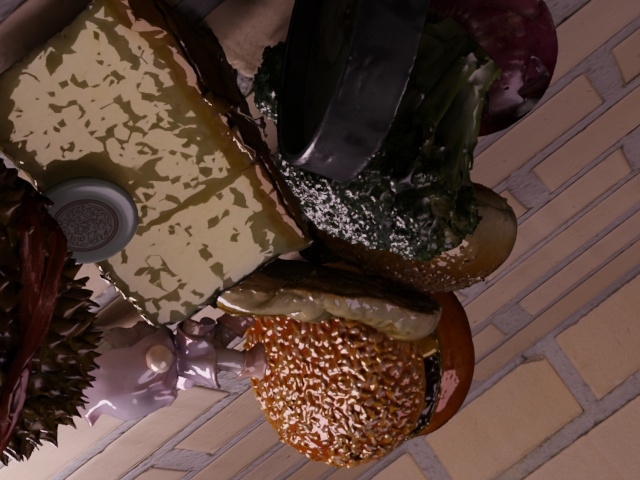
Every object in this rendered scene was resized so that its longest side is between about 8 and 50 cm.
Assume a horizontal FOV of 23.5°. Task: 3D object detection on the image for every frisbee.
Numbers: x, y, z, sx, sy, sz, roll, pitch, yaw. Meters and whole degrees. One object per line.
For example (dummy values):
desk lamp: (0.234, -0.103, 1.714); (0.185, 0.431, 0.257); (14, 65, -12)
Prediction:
frisbee: (-0.236, -0.018, 1.530); (0.110, 0.014, 0.110); (-7, 130, -9)

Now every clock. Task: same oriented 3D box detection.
clock: (0.031, -0.216, 1.496); (0.066, 0.318, 0.319); (12, 141, -15)

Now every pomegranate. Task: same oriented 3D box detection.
pomegranate: (-0.003, 0.003, 2.240); (0.073, 0.073, 0.084); (-26, -178, -23)

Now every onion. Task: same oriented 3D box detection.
onion: (0.197, -0.222, 1.899); (0.207, 0.200, 0.200); (-32, 160, 8)

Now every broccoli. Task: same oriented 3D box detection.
broccoli: (0.080, -0.128, 1.767); (0.283, 0.304, 0.321); (-48, 164, 10)

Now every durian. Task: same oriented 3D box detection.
durian: (-0.378, 0.064, 1.410); (0.348, 0.384, 0.347); (-39, -157, 20)

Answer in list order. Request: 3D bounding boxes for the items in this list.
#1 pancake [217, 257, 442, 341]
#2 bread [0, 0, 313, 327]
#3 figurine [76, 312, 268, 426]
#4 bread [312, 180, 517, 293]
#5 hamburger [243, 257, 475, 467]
pancake: (-0.023, 0.073, 2.036); (0.387, 0.387, 0.082); (4, 93, -59)
bread: (-0.167, -0.072, 1.554); (0.248, 0.279, 0.315); (-31, 172, 10)
figurine: (-0.214, 0.168, 2.123); (0.276, 0.133, 0.200); (-13, -171, -13)
bread: (0.115, -0.022, 2.047); (0.305, 0.306, 0.158); (5, 106, -60)
hamburger: (0.052, 0.175, 2.345); (0.250, 0.330, 0.330); (-13, 150, -43)
